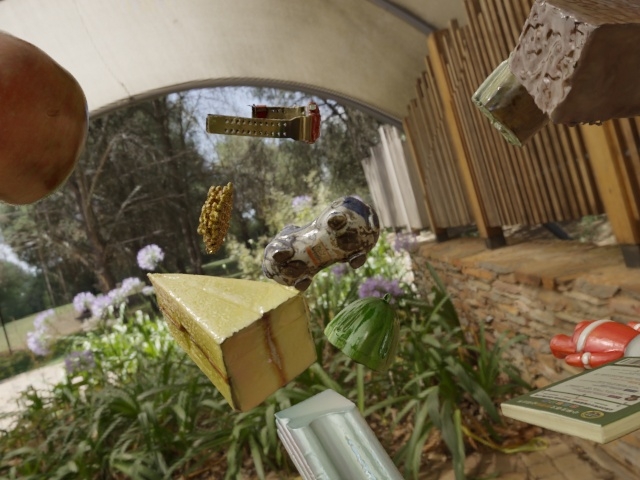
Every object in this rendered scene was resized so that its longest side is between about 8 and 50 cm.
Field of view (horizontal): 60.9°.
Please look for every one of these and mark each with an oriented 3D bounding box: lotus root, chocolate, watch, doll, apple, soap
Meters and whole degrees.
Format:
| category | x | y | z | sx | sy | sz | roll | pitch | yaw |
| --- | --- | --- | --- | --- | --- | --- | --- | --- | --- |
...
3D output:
| category | x | y | z | sx | sy | sz | roll | pitch | yaw |
| --- | --- | --- | --- | --- | --- | --- | --- | --- | --- |
| lotus root | 0.361 | -0.261 | 1.013 | 0.119 | 0.138 | 0.235 | -42 | 12 | 20 |
| chocolate | 0.359 | -0.199 | 0.570 | 0.320 | 0.112 | 0.112 | -9 | -46 | -17 |
| watch | -0.131 | -0.294 | 1.339 | 0.268 | 0.102 | 0.165 | 5 | 24 | 4 |
| lotus root | 0.124 | 0.200 | 1.318 | 0.186 | 0.186 | 0.186 | -16 | 0 | 0 |
| doll | 0.598 | 0.211 | 1.018 | 0.199 | 0.106 | 0.336 | -20 | 6 | -21 |
| apple | -0.363 | -0.138 | 0.615 | 0.188 | 0.174 | 0.188 | 26 | -10 | 5 |
| soap | 0.049 | 0.327 | 0.703 | 0.095 | 0.290 | 0.173 | -25 | -32 | -19 |

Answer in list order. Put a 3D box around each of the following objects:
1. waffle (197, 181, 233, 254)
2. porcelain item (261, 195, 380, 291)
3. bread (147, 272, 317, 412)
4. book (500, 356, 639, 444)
| category | x | y | z | sx | sy | sz | roll | pitch | yaw |
| --- | --- | --- | --- | --- | --- | --- | --- | --- | --- |
| waffle | -0.308 | -0.063 | 1.591 | 0.070 | 0.197 | 0.193 | 13 | -40 | -1 |
| porcelain item | 0.000 | 0.000 | 1.242 | 0.287 | 0.138 | 0.186 | -29 | 20 | 13 |
| bread | -0.149 | 0.126 | 0.913 | 0.163 | 0.168 | 0.264 | -30 | 42 | -28 |
| book | 0.432 | 0.222 | 0.797 | 0.263 | 0.027 | 0.202 | -13 | -3 | -20 |
